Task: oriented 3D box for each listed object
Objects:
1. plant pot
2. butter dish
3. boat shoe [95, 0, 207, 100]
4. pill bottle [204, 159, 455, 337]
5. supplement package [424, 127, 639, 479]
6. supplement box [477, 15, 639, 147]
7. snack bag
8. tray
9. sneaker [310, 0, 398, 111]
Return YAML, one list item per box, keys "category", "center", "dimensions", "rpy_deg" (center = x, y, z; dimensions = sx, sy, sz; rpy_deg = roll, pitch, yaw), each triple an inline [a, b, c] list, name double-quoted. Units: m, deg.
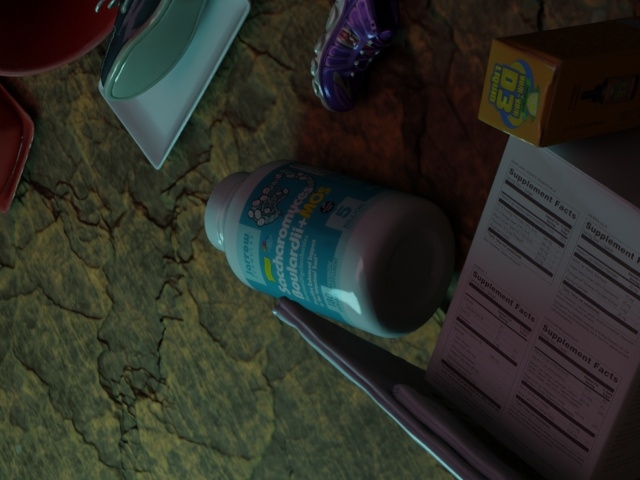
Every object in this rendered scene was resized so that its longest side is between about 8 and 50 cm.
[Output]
- category: "plant pot"
  center: [-0.369, -0.370, 2.031]
  dimensions: [0.243, 0.275, 0.275]
  rpy_deg: [51, 132, 38]
- category: "butter dish"
  center: [-0.466, -0.130, 2.274]
  dimensions: [0.160, 0.118, 0.160]
  rpy_deg: [47, 130, 28]
- category: "boat shoe"
  center: [-0.183, -0.265, 1.922]
  dimensions: [0.079, 0.095, 0.254]
  rpy_deg: [50, 129, 23]
- category: "pill bottle"
  center: [0.000, 0.000, 1.808]
  dimensions: [0.264, 0.146, 0.146]
  rpy_deg: [18, 113, 42]
- category: "supplement package"
  center: [0.256, 0.047, 1.518]
  dimensions: [0.198, 0.199, 0.263]
  rpy_deg: [38, 125, 34]
- category: "supplement box"
  center: [0.238, -0.138, 1.464]
  dimensions: [0.080, 0.233, 0.078]
  rpy_deg: [29, 120, 37]
- category: "snack bag"
  center: [0.148, 0.181, 1.601]
  dimensions: [0.342, 0.323, 0.037]
  rpy_deg: [39, 97, 42]
- category: "tray"
  center: [-0.164, -0.222, 2.003]
  dimensions: [0.145, 0.030, 0.270]
  rpy_deg: [52, 132, 22]
- category: "sneaker"
  center: [0.041, -0.204, 1.774]
  dimensions: [0.071, 0.068, 0.170]
  rpy_deg: [31, 121, 30]
